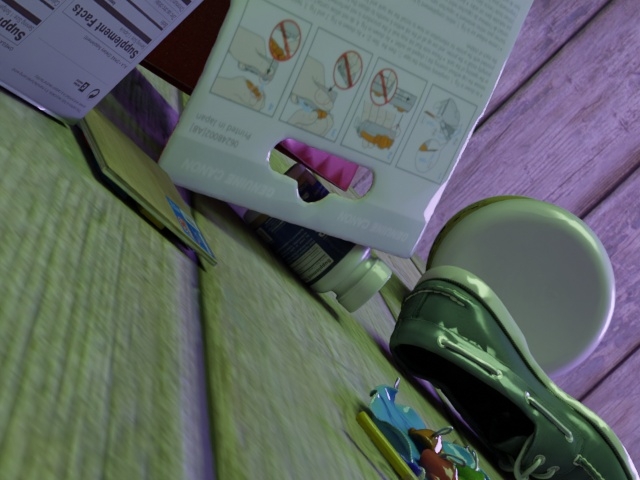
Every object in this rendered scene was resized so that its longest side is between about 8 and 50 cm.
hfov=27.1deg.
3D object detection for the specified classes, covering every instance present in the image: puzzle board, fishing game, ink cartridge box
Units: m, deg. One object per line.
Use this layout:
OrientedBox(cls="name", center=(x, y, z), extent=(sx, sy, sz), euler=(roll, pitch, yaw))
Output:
OrientedBox(cls="puzzle board", center=(-0.112, -0.040, 0.806), extent=(0.096, 0.011, 0.128), euler=(44, 6, -34))
OrientedBox(cls="fishing game", center=(0.100, 0.158, 0.844), extent=(0.189, 0.041, 0.264), euler=(52, 7, 24))
OrientedBox(cls="ink cartridge box", center=(0.034, -0.200, 1.001), extent=(0.091, 0.385, 0.308), euler=(29, 8, 41))

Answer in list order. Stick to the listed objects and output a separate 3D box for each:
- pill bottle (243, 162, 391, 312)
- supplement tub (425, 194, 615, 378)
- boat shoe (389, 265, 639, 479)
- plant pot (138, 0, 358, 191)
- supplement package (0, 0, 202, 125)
OrientedBox(cls="pill bottle", center=(0.000, 0.000, 1.088), extent=(0.120, 0.067, 0.067), euler=(46, 5, -6))
OrientedBox(cls="supplement tub", center=(0.265, 0.058, 1.833), extent=(0.241, 0.241, 0.331), euler=(46, 5, 0))
OrientedBox(cls="boat shoe", center=(0.174, 0.172, 1.202), extent=(0.319, 0.116, 0.099), euler=(52, 47, -11))
OrientedBox(cls="plant pot", center=(-0.050, -0.226, 1.159), extent=(0.267, 0.236, 0.267), euler=(33, 2, 15))
OrientedBox(cls="supplement package", center=(-0.203, -0.222, 0.721), extent=(0.262, 0.145, 0.204), euler=(47, 5, 19))
